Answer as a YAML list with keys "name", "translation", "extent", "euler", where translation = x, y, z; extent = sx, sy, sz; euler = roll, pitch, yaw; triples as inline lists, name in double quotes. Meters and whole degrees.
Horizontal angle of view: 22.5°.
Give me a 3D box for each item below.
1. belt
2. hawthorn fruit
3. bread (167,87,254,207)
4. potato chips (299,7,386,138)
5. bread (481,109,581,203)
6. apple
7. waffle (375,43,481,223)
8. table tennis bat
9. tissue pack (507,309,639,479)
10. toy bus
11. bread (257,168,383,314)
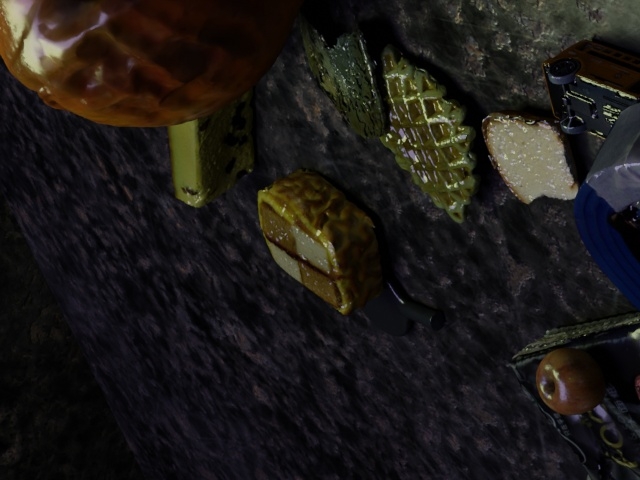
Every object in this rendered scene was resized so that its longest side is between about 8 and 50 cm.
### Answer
- name: "belt"
  translation: [0.416, 0.012, 1.622]
  extent: [0.347, 0.117, 0.212]
  euler: [43, 143, -12]
- name: "hawthorn fruit"
  translation: [-0.241, -0.343, 2.029]
  extent: [0.472, 0.472, 0.472]
  euler: [41, 153, 26]
- name: "bread"
  translation: [-0.170, -0.197, 2.507]
  extent: [0.077, 0.138, 0.361]
  euler: [40, 153, 24]
- name: "potato chips"
  translation: [0.025, -0.236, 2.178]
  extent: [0.220, 0.029, 0.202]
  euler: [49, 160, 40]
- name: "bread"
  translation: [0.264, -0.105, 1.955]
  extent: [0.126, 0.044, 0.129]
  euler: [7, 127, 49]
- name: "apple"
  translation: [0.305, 0.171, 1.951]
  extent: [0.084, 0.071, 0.084]
  euler: [29, 127, 49]
- name: "waffle"
  translation: [0.138, -0.140, 2.119]
  extent: [0.214, 0.054, 0.208]
  euler: [47, 159, 28]
- name: "table tennis bat"
  translation: [0.112, 0.097, 2.523]
  extent: [0.236, 0.027, 0.150]
  euler: [21, 139, 53]
- name: "tissue pack"
  translation: [0.399, 0.211, 2.024]
  extent: [0.245, 0.123, 0.332]
  euler: [61, 155, -3]
- name: "toy bus"
  translation: [0.329, -0.149, 1.716]
  extent: [0.194, 0.088, 0.083]
  euler: [31, 149, 46]
- name: "bread"
  translation: [0.000, 0.000, 2.492]
  extent: [0.222, 0.096, 0.181]
  euler: [36, 147, 40]
